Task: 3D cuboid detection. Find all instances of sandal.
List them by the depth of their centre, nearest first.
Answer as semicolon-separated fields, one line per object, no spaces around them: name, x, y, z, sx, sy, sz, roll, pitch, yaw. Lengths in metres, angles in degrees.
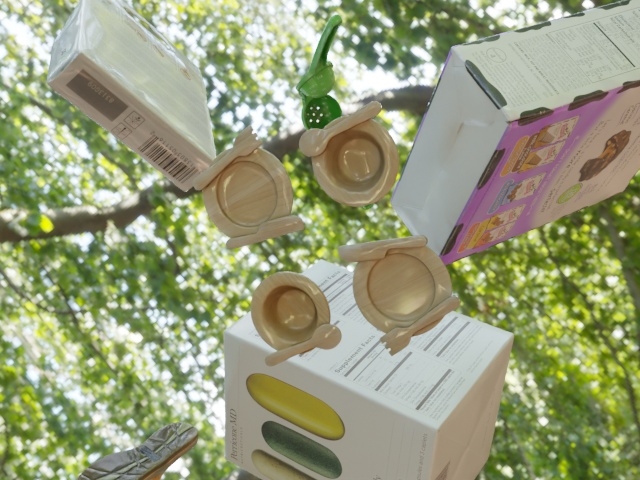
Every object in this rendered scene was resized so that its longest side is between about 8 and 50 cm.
sandal;-0.239;0.306;1.068;0.180;0.072;0.049;-26;-53;-34

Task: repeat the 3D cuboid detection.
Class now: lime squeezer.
lime squeezer;0.007;-0.171;1.013;0.059;0.110;0.310;-20;-40;-6

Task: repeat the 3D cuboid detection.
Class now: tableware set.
tableware set;0.000;0.000;0.504;0.141;0.168;0.020;-21;3;23

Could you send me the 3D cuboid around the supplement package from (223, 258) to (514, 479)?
supplement package;0.050;0.184;0.925;0.198;0.263;0.199;-35;-43;-47

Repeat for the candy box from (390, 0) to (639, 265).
candy box;0.165;-0.078;0.574;0.196;0.070;0.165;-20;-28;-23

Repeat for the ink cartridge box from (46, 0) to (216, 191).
ink cartridge box;-0.341;-0.303;1.468;0.091;0.385;0.308;-39;-53;16
